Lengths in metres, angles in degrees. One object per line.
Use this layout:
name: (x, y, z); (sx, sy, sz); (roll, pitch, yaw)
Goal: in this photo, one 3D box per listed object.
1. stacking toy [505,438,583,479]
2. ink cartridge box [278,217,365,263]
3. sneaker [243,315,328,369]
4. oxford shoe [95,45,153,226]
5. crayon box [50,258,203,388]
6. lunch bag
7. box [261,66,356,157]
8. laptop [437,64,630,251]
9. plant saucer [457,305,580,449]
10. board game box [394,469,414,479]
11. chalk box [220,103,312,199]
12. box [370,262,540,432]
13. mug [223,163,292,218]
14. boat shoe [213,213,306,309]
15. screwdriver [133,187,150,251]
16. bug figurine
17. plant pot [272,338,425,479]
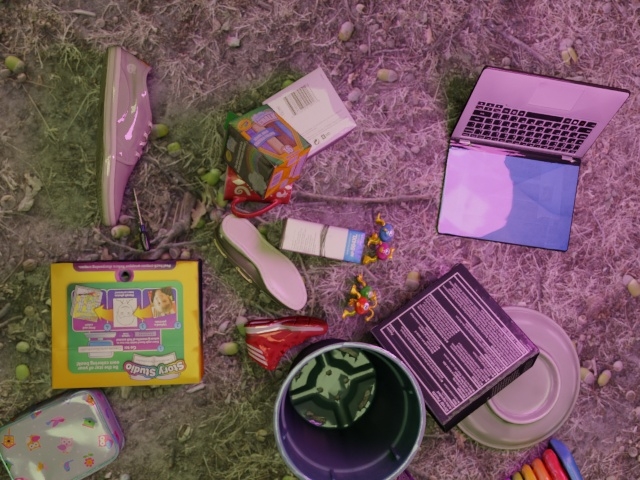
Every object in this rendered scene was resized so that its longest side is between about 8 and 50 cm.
stacking toy: (0.555, 0.681, 1.756); (0.302, 0.175, 0.165); (-25, 90, 6)
ink cartridge box: (0.000, 0.000, 1.678); (0.203, 0.148, 0.086); (12, 89, -7)
sneaker: (-0.088, 0.271, 1.717); (0.221, 0.087, 0.128); (-1, 99, 6)
oxford shoe: (-0.490, -0.256, 1.629); (0.130, 0.169, 0.449); (5, 90, -28)
crayon box: (-0.484, 0.207, 1.653); (0.363, 0.106, 0.313); (-1, 92, -5)
lunch bag: (-0.653, 0.509, 1.639); (0.279, 0.108, 0.224); (-25, 96, -4)
box: (-0.034, -0.316, 1.685); (0.181, 0.119, 0.182); (-33, 94, -5)
laptop: (0.543, -0.198, 1.695); (0.382, 0.408, 0.236); (8, 56, -6)
plant saucer: (0.530, 0.379, 1.762); (0.400, 0.100, 0.400); (0, 90, -6)
board game box: (0.176, 0.653, 1.609); (0.056, 0.347, 0.208); (-40, 93, 15)
chalk box: (-0.151, -0.234, 1.596); (0.132, 0.132, 0.213); (-34, 73, -35)
box: (0.333, 0.273, 1.649); (0.294, 0.183, 0.296); (-35, 64, -5)
mug: (-0.164, -0.131, 1.685); (0.169, 0.113, 0.150); (6, 95, -10)
boat shoe: (-0.158, 0.066, 1.692); (0.305, 0.091, 0.109); (48, 49, -6)
screwdriver: (-0.468, -0.054, 1.692); (0.024, 0.025, 0.170); (-12, 93, -6)
bug figurine: (0.135, 0.078, 1.663); (0.072, 0.216, 0.279); (19, 87, 6)
plant pot: (0.050, 0.390, 1.595); (0.341, 0.334, 0.341); (0, 91, -5)
